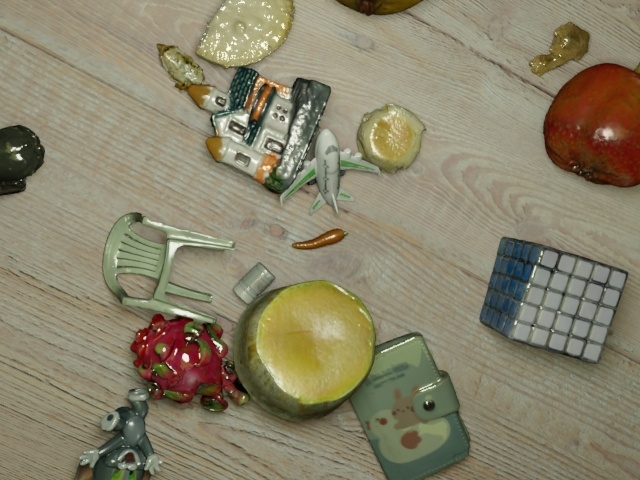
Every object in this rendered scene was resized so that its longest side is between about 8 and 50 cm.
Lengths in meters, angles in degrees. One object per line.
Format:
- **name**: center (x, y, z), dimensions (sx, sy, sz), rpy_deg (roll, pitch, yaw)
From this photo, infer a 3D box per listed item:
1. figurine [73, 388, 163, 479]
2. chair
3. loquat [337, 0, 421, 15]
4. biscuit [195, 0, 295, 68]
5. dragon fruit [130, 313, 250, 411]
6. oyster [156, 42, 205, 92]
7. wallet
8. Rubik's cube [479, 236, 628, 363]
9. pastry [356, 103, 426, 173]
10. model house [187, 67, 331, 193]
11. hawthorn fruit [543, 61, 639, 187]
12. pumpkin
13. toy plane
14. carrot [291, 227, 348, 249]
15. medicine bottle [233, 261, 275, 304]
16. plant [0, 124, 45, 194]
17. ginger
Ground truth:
- **figurine**: center (-0.477, 0.482, 1.696), dimensions (0.193, 0.140, 0.265), rpy_deg (5, 83, -30)
- **chair**: center (-0.359, 0.057, 1.654), dimensions (0.274, 0.190, 0.203), rpy_deg (16, 93, -16)
- **loquat**: center (0.130, -0.671, 1.560), dimensions (0.328, 0.328, 0.360), rpy_deg (14, 81, -8)
- **biscuit**: center (-0.150, -0.509, 1.632), dimensions (0.179, 0.084, 0.281), rpy_deg (26, 84, 1)
- **dragon fruit**: center (-0.306, 0.290, 1.680), dimensions (0.218, 0.198, 0.273), rpy_deg (-48, 125, -29)
- **oyster**: center (-0.323, -0.407, 1.673), dimensions (0.086, 0.029, 0.132), rpy_deg (-22, 95, -11)
- **wallet**: center (0.219, 0.416, 1.804), dimensions (0.252, 0.083, 0.360), rpy_deg (-24, 98, 1)
- **Rubik's cube**: center (0.549, 0.137, 1.736), dimensions (0.238, 0.237, 0.237), rpy_deg (16, 95, -8)
- **pastry**: center (0.165, -0.243, 1.722), dimensions (0.165, 0.088, 0.166), rpy_deg (-1, 97, -8)
- **model house**: center (-0.163, -0.279, 1.626), dimensions (0.300, 0.190, 0.271), rpy_deg (23, 94, -8)
- **hawthorn fruit**: center (0.694, -0.295, 1.700), dimensions (0.287, 0.287, 0.330), rpy_deg (30, 85, -9)
- **pumpkin**: center (-0.018, 0.234, 1.640), dimensions (0.332, 0.199, 0.332), rpy_deg (7, 68, -17)
- **toy plane**: center (0.014, -0.167, 1.669), dimensions (0.251, 0.101, 0.255), rpy_deg (-18, 139, -10)
- **carrot**: center (0.000, 0.000, 1.755), dimensions (0.142, 0.035, 0.035), rpy_deg (-17, 98, -1)
- **medicine bottle**: center (-0.159, 0.102, 1.731), dimensions (0.091, 0.058, 0.058), rpy_deg (-45, 99, -1)
- **plant**: center (-0.731, -0.161, 1.586), dimensions (0.256, 0.164, 0.142), rpy_deg (-22, 95, 11)
- **ginger**: center (0.585, -0.473, 1.759), dimensions (0.165, 0.067, 0.096), rpy_deg (-28, 120, -4)
